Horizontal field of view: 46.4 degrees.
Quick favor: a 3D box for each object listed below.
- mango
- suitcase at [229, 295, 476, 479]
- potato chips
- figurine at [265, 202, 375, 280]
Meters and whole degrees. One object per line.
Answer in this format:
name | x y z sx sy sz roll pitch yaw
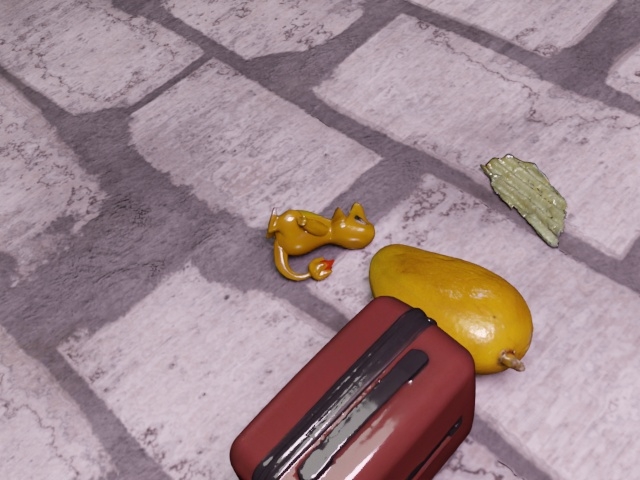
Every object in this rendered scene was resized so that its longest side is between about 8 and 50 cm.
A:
mango | 0.177 0.088 1.055 0.177 0.119 0.317 -21 38 -28
suitcase | 0.048 0.234 0.897 0.297 0.236 0.161 -42 57 -20
potato chips | 0.347 -0.075 1.218 0.092 0.028 0.207 -27 50 -9
figurine | 0.002 0.003 1.196 0.176 0.121 0.122 -5 79 -5
